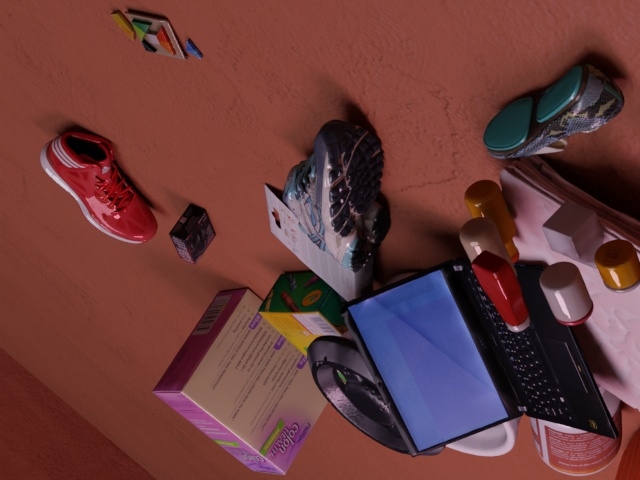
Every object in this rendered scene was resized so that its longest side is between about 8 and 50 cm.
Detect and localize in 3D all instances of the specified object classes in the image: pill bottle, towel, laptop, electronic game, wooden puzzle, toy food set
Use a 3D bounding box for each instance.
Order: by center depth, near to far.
[{"bbox_3d":[0.226,0.031,1.282,0.232,0.111,0.104,25,153,47],"label":"toy food set"},{"bbox_3d":[0.335,0.075,1.392,0.317,0.053,0.332,35,159,26],"label":"towel"},{"bbox_3d":[0.184,0.153,1.508,0.264,0.136,0.234,6,126,60],"label":"laptop"},{"bbox_3d":[-0.203,-0.249,1.547,0.116,0.014,0.078,13,150,38],"label":"wooden puzzle"},{"bbox_3d":[0.332,0.212,1.646,0.121,0.121,0.216,21,154,25],"label":"pill bottle"},{"bbox_3d":[0.075,0.212,1.714,0.229,0.048,0.229,32,154,18],"label":"electronic game"}]

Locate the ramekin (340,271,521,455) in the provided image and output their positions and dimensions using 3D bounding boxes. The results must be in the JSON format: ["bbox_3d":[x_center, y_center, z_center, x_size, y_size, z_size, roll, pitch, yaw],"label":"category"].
[{"bbox_3d":[0.168,0.165,1.742,0.277,0.135,0.277,27,157,13],"label":"ramekin"}]

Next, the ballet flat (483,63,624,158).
[{"bbox_3d":[0.226,-0.113,1.221,0.070,0.070,0.188,37,160,-11],"label":"ballet flat"}]

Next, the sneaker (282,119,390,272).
[{"bbox_3d":[0.003,-0.058,1.548,0.122,0.110,0.283,28,156,19],"label":"sneaker"}]

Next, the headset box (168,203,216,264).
[{"bbox_3d":[-0.196,-0.007,1.952,0.032,0.062,0.083,23,154,23],"label":"headset box"}]

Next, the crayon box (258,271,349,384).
[{"bbox_3d":[0.057,0.162,1.942,0.278,0.081,0.165,44,155,-25],"label":"crayon box"}]

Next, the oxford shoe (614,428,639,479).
[{"bbox_3d":[0.488,0.315,1.655,0.133,0.130,0.363,20,163,-4],"label":"oxford shoe"}]

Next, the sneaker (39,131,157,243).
[{"bbox_3d":[-0.330,-0.080,1.948,0.221,0.087,0.128,38,157,-16],"label":"sneaker"}]

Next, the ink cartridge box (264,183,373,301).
[{"bbox_3d":[0.000,0.000,1.773,0.179,0.045,0.145,44,162,21],"label":"ink cartridge box"}]

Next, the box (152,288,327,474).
[{"bbox_3d":[-0.119,0.239,2.147,0.243,0.213,0.117,41,155,-21],"label":"box"}]
